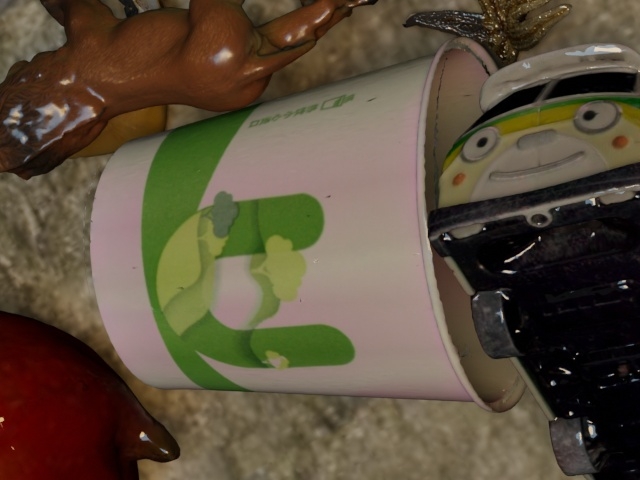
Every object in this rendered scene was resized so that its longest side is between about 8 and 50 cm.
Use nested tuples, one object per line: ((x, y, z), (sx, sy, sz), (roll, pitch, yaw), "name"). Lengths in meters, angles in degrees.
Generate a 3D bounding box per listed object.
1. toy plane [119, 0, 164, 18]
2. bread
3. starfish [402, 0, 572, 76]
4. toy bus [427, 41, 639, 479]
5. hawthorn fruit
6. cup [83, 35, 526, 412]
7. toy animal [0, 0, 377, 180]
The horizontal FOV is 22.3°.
((-0.239, -0.286, 1.227), (0.316, 0.103, 0.204), (27, 144, 18), "toy plane")
((-0.178, -0.106, 1.256), (0.115, 0.056, 0.082), (-6, 95, 16), "bread")
((0.125, -0.145, 1.180), (0.133, 0.041, 0.130), (21, 122, 30), "starfish")
((0.192, 0.018, 1.033), (0.143, 0.179, 0.305), (-13, 137, 25), "toy bus")
((-0.285, 0.184, 1.214), (0.295, 0.295, 0.311), (42, 104, 7), "hawthorn fruit")
((0.000, 0.000, 1.137), (0.274, 0.253, 0.253), (-6, 95, 24), "cup")
((-0.117, -0.123, 1.143), (0.312, 0.157, 0.097), (-10, 138, 26), "toy animal")
